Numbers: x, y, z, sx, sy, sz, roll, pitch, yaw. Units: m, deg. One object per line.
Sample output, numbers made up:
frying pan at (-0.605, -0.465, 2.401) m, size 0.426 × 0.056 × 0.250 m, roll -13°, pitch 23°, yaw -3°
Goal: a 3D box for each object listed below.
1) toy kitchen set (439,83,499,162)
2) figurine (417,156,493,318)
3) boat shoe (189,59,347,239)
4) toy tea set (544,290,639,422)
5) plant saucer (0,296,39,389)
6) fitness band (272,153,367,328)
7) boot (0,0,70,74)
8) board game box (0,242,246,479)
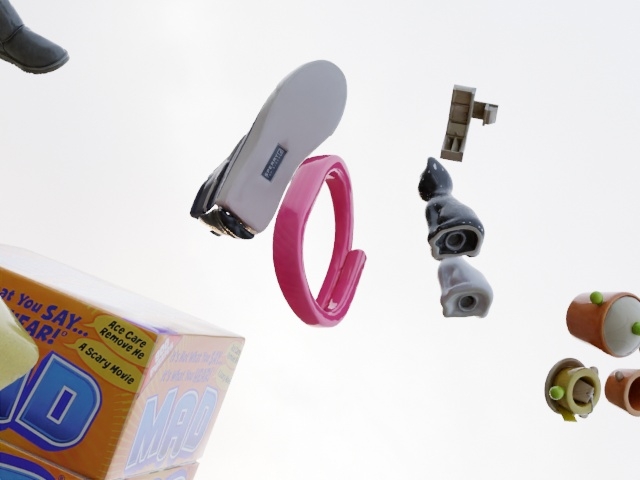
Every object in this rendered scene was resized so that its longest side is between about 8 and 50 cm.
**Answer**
toy kitchen set at (0.212, -0.164, 1.847) m, size 0.075 × 0.068 × 0.083 m, roll -70°, pitch 168°, yaw -51°
figurine at (0.215, -0.004, 2.153) m, size 0.209 × 0.092 × 0.214 m, roll -102°, pitch 178°, yaw -52°
boat shoe at (-0.094, -0.149, 2.125) m, size 0.127 × 0.340 × 0.158 m, roll 43°, pitch -23°, yaw -22°
toy tea set at (0.489, 0.178, 1.920) m, size 0.124 × 0.336 × 0.200 m, roll 11°, pitch -86°, yaw 57°
plant saucer at (-0.497, 0.065, 1.249) m, size 0.333 × 0.333 × 0.081 m, roll 50°, pitch -24°, yaw 13°
fitness band at (0.000, 0.000, 1.940) m, size 0.054 × 0.290 × 0.209 m, roll -6°, pitch -53°, yaw 23°
boot at (-0.531, -0.388, 2.205) m, size 0.190 × 0.076 × 0.208 m, roll 15°, pitch -41°, yaw 30°
board game box at (-0.358, 0.219, 1.620) m, size 0.357 × 0.356 × 0.356 m, roll 21°, pitch 0°, yaw 13°
